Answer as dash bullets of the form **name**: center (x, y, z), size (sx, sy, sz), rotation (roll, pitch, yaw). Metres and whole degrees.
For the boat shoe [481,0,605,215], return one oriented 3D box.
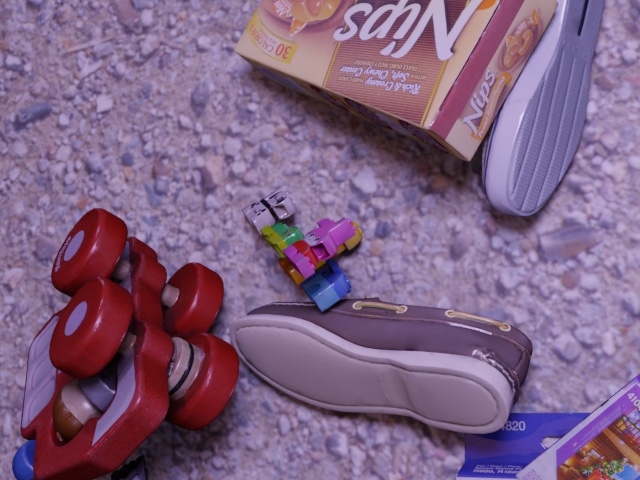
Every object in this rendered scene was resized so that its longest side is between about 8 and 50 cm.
- **boat shoe**: center (0.219, -0.171, 0.990), size (0.094, 0.109, 0.302), rotation (9, 78, 47)

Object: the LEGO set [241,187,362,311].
- **LEGO set**: center (0.000, 0.000, 1.018), size (0.093, 0.087, 0.227), rotation (-34, 23, -7)

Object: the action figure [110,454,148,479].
- **action figure**: center (-0.153, 0.359, 0.997), size (0.164, 0.141, 0.276), rotation (-30, 96, 4)

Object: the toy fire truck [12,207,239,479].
- **toy fire truck**: center (-0.235, 0.135, 1.018), size (0.254, 0.169, 0.302), rotation (-47, 32, 19)

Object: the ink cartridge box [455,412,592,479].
- **ink cartridge box**: center (0.241, 0.276, 0.906), size (0.223, 0.045, 0.224), rotation (-5, 77, 20)

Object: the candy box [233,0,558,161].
- **candy box**: center (0.066, -0.223, 1.004), size (0.316, 0.087, 0.183), rotation (30, 91, 42)

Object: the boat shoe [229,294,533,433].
- **boat shoe**: center (0.055, 0.111, 0.984), size (0.324, 0.117, 0.097), rotation (6, 40, 33)

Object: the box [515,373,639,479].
- **box**: center (0.337, 0.255, 0.804), size (0.201, 0.057, 0.293), rotation (-44, 66, 16)
